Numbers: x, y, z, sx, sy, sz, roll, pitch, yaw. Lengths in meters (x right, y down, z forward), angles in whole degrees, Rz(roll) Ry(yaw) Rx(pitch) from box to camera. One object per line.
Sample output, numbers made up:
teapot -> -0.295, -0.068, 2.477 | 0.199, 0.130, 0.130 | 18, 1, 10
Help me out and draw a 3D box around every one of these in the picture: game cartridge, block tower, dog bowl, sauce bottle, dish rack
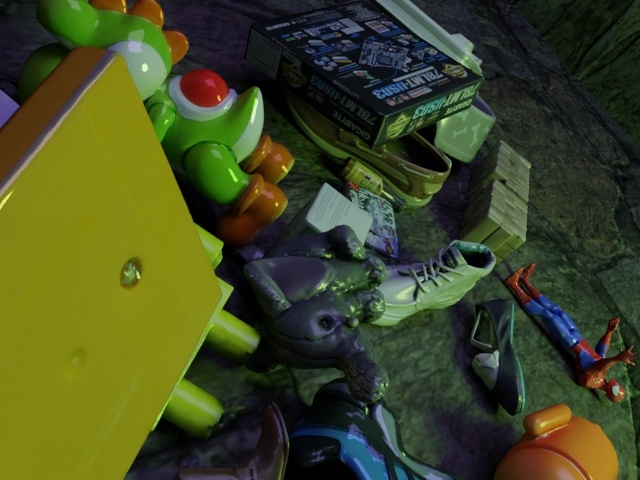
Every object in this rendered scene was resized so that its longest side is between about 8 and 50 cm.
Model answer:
game cartridge -> -0.187, 0.078, 0.472 | 0.053, 0.285, 0.323 | 13, 54, 20
block tower -> 0.349, -0.077, 1.368 | 0.091, 0.097, 0.335 | 39, 37, -7
dog bowl -> 0.216, -0.314, 1.421 | 0.349, 0.102, 0.348 | 34, 24, -18
sauce bottle -> 0.090, -0.092, 1.167 | 0.128, 0.042, 0.042 | 33, 36, -11
dish rack -> 0.262, -0.493, 1.645 | 0.333, 0.072, 0.286 | 44, 16, 13

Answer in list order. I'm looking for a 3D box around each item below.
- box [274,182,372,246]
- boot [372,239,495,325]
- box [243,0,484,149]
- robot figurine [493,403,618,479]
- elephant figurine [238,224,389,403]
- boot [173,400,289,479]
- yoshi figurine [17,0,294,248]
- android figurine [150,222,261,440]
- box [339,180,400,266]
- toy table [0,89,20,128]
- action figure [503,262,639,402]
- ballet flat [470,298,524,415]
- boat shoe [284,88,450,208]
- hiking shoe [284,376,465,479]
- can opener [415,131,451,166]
box -> 0.000, 0.000, 0.930 | 0.087, 0.101, 0.102 | 37, 37, -9
boot -> 0.154, 0.048, 1.012 | 0.258, 0.123, 0.095 | -7, 58, -48
box -> 0.077, -0.290, 1.153 | 0.293, 0.073, 0.296 | 40, 45, 21
robot figurine -> 0.302, 0.303, 0.887 | 0.128, 0.158, 0.219 | 33, 29, 26
elephant figurine -> -0.019, 0.080, 0.762 | 0.169, 0.186, 0.239 | 57, 25, -8
boot -> -0.088, 0.209, 0.643 | 0.114, 0.037, 0.106 | -1, 72, -19
yoshi figurine -> -0.215, -0.143, 0.855 | 0.362, 0.204, 0.203 | 42, 73, -26
android figurine -> -0.195, 0.069, 0.657 | 0.273, 0.056, 0.248 | 36, 56, -11
box -> 0.078, -0.026, 1.099 | 0.094, 0.027, 0.137 | 24, 39, -24
toy table -> -0.336, -0.038, 0.531 | 0.274, 0.160, 0.252 | 29, 57, 3
action figure -> 0.463, 0.147, 1.211 | 0.092, 0.139, 0.280 | -12, 65, -49
ballet flat -> 0.263, 0.172, 1.049 | 0.074, 0.074, 0.203 | 28, 44, -21
boat shoe -> 0.089, -0.190, 1.187 | 0.324, 0.116, 0.123 | 34, 52, -12
hiking shoe -> 0.083, 0.290, 0.721 | 0.304, 0.113, 0.132 | 40, 44, 10
can opener -> 0.127, -0.200, 1.316 | 0.283, 0.076, 0.095 | 37, 3, -8
